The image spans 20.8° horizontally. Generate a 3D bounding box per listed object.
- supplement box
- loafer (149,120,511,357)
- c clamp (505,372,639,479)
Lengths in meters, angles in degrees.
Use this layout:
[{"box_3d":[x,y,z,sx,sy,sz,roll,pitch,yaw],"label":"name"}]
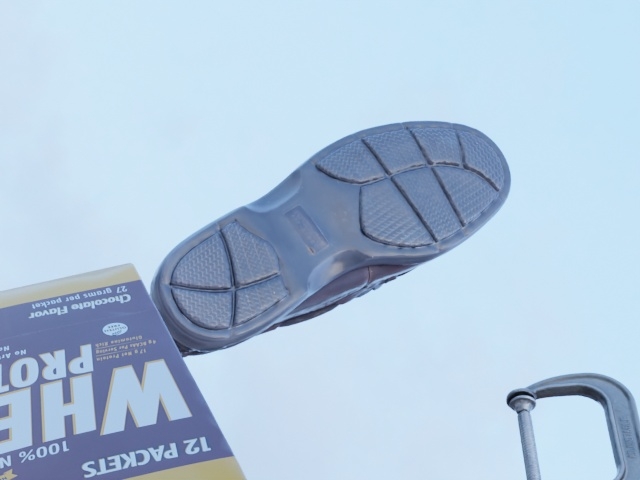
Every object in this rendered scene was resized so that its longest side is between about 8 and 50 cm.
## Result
[{"box_3d":[-0.112,0.146,0.778,0.194,0.129,0.191,-127,-152,-56],"label":"supplement box"},{"box_3d":[0.000,0.000,1.256,0.109,0.302,0.095,60,-29,9],"label":"loafer"},{"box_3d":[0.172,0.154,1.274,0.137,0.161,0.022,-2,-50,7],"label":"c clamp"}]
